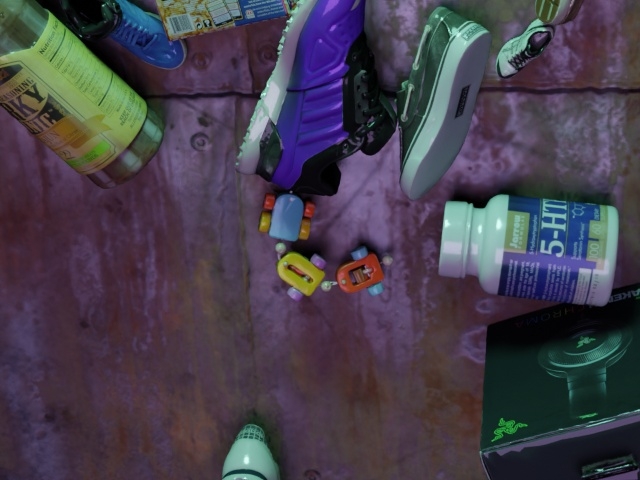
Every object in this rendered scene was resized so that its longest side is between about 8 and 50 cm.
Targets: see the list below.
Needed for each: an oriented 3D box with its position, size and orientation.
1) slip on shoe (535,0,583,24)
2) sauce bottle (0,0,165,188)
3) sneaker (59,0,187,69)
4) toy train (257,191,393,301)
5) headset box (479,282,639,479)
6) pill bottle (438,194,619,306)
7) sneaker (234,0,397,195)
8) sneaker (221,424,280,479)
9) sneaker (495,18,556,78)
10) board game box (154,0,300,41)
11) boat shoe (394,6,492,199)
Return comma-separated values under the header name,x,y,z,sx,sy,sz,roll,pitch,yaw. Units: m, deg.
name,x,y,z,sx,sy,sz,roll,pitch,yaw
slip on shoe,0.260,-0.285,1.575,0.041,0.051,0.135,-2,114,-36
sauce bottle,-0.315,-0.194,1.619,0.111,0.111,0.344,-34,122,22
sneaker,-0.213,-0.226,1.645,0.152,0.084,0.058,41,115,-13
toy train,0.000,0.000,1.754,0.125,0.046,0.166,-28,103,-2
headset box,0.307,0.183,1.665,0.246,0.283,0.131,-16,113,16
pill bottle,0.226,0.008,1.684,0.187,0.112,0.112,6,117,5
sneaker,0.024,-0.168,1.628,0.146,0.102,0.293,26,125,3
sneaker,-0.075,0.330,1.910,0.090,0.094,0.235,0,136,3
sneaker,0.214,-0.200,1.624,0.032,0.037,0.083,36,117,-12
board game box,-0.119,-0.314,1.596,0.147,0.045,0.193,-8,115,23
boat shoe,0.120,-0.146,1.652,0.070,0.078,0.219,37,127,26
